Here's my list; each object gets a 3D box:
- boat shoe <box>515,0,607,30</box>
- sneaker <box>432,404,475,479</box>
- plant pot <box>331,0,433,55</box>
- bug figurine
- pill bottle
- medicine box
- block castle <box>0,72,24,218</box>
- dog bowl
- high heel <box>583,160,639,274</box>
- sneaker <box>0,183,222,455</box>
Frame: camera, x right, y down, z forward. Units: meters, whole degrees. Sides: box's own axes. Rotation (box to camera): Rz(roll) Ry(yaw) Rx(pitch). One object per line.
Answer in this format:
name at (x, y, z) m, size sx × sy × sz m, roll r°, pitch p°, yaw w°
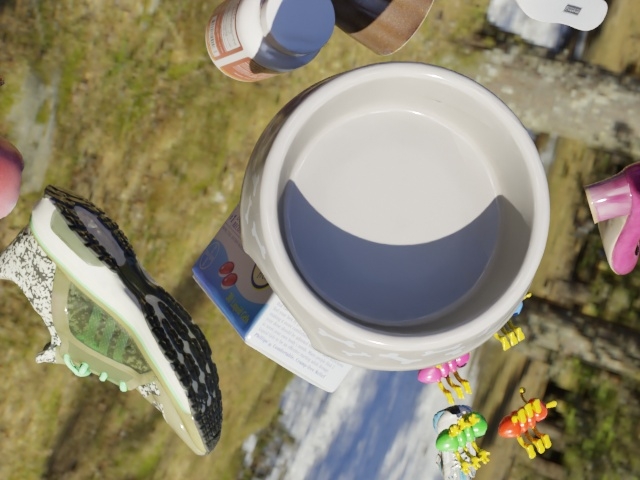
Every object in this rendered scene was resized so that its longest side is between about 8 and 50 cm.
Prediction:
boat shoe at (0.226, -0.239, 1.045) m, size 0.142 × 0.040 × 0.049 m, roll 9°, pitch 125°, yaw -45°
sneaker at (0.222, 0.338, 1.705) m, size 0.083 × 0.071 × 0.191 m, roll -102°, pitch -179°, yaw -48°
plant pot at (0.049, -0.455, 1.807) m, size 0.230 × 0.215 × 0.215 m, roll 20°, pitch 86°, yaw -27°
bug figurine at (0.248, 0.209, 1.603) m, size 0.216 × 0.072 × 0.279 m, roll -25°, pitch 112°, yaw -23°
pill bottle at (-0.064, -0.276, 1.401) m, size 0.216 × 0.121 × 0.121 m, roll 7°, pitch -103°, yaw 67°
medicine box at (0.000, 0.000, 1.385) m, size 0.149 × 0.263 × 0.289 m, roll 34°, pitch 92°, yaw -27°
block castle at (-0.438, -0.154, 0.906) m, size 0.303 × 0.453 × 0.213 m, roll -31°, pitch 150°, yaw 8°
dog bowl at (0.085, -0.033, 1.157) m, size 0.102 × 0.348 × 0.349 m, roll 128°, pitch -17°, yaw -80°
high heel at (0.421, -0.029, 1.402) m, size 0.244 × 0.117 × 0.082 m, roll 52°, pitch 25°, yaw -52°
sneaker at (-0.286, 0.130, 1.437) m, size 0.182 × 0.410 × 0.158 m, roll -36°, pitch 178°, yaw 15°
